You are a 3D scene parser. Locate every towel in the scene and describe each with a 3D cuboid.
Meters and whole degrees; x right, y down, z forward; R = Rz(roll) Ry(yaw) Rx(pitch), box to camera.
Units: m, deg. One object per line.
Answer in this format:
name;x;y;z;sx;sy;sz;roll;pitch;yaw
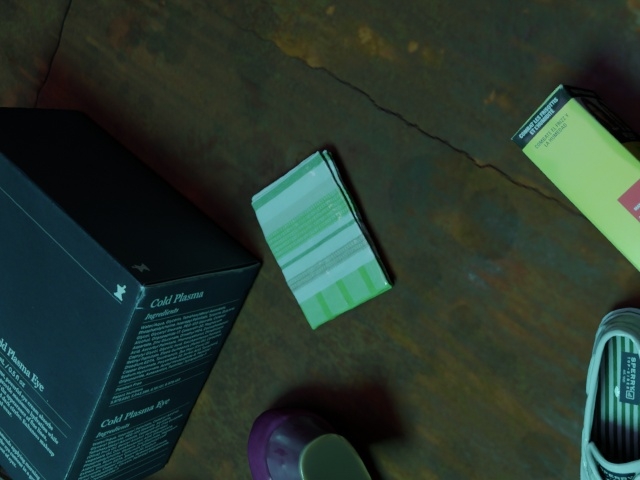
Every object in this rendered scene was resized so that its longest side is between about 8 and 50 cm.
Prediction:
towel;0.000;0.000;0.799;0.113;0.023;0.152;-32;80;35

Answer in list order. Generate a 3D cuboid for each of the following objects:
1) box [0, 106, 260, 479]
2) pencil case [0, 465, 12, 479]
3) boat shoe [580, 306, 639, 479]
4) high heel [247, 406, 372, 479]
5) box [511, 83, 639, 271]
box;-0.290;0.066;0.905;0.343;0.179;0.313;38;116;24
pencil case;-0.312;0.375;0.971;0.410;0.160;0.184;6;114;34
boat shoe;0.235;0.168;0.624;0.083;0.075;0.226;-6;93;35
high heel;0.038;0.341;0.792;0.181;0.127;0.377;-10;99;69
box;0.250;-0.015;0.586;0.232;0.087;0.058;52;120;19
